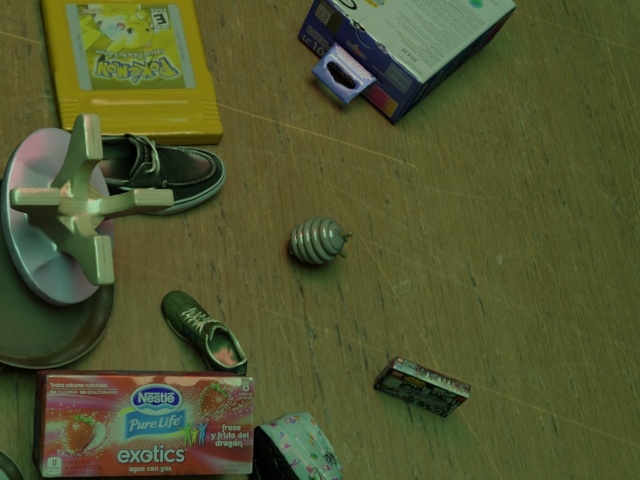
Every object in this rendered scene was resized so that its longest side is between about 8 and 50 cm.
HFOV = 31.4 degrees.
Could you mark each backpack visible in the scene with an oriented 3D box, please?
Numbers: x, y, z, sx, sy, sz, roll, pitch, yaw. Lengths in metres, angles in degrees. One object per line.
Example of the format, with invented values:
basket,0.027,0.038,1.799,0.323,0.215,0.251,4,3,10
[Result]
backpack,-0.033,0.351,1.723,0.115,0.152,0.182,-15,56,-33

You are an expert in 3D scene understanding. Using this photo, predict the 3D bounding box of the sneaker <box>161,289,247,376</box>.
sneaker,-0.177,0.144,1.806,0.064,0.086,0.192,-31,76,-31

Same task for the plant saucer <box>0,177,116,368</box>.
plant saucer,-0.458,0.053,1.729,0.311,0.050,0.310,20,55,-32

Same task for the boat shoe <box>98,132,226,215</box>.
boat shoe,-0.310,-0.115,1.883,0.335,0.119,0.121,-6,64,-23

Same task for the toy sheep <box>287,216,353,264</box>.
toy sheep,0.000,0.000,1.939,0.091,0.132,0.091,37,44,-47

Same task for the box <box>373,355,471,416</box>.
box,0.167,0.242,1.876,0.137,0.094,0.027,22,56,-7

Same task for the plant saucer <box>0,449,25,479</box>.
plant saucer,-0.497,0.367,1.595,0.168,0.029,0.168,9,60,-16

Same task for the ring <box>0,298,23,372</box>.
ring,-0.616,0.105,1.699,0.337,0.032,0.336,9,59,-15

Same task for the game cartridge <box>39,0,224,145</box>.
game cartridge,-0.338,-0.314,2.027,0.285,0.052,0.323,-4,63,-22

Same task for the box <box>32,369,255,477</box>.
box,-0.257,0.262,1.649,0.300,0.154,0.142,3,86,-18

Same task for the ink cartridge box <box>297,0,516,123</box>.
ink cartridge box,0.150,-0.415,2.207,0.270,0.151,0.395,44,55,7

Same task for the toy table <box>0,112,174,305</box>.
toy table,-0.366,-0.051,1.692,0.252,0.161,0.274,-15,87,-39
